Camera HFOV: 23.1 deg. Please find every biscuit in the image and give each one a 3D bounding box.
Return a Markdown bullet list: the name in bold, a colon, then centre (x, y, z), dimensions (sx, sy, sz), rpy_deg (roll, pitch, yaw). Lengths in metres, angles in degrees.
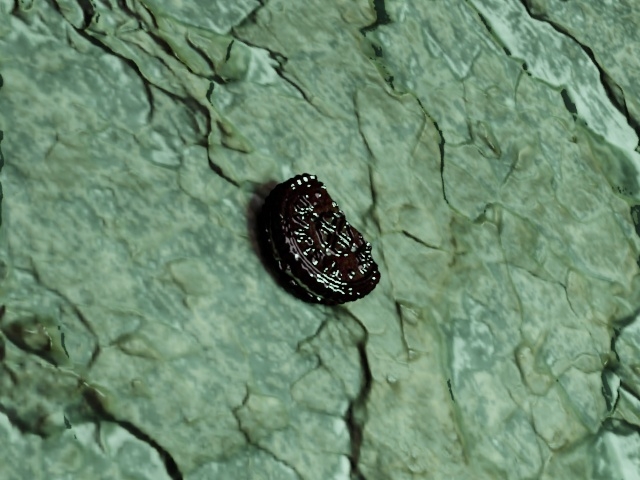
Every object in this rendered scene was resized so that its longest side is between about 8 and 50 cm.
- **biscuit**: centre (0.000, 0.000, 1.015), dimensions (0.087, 0.027, 0.089), rpy_deg (13, 57, -34)
